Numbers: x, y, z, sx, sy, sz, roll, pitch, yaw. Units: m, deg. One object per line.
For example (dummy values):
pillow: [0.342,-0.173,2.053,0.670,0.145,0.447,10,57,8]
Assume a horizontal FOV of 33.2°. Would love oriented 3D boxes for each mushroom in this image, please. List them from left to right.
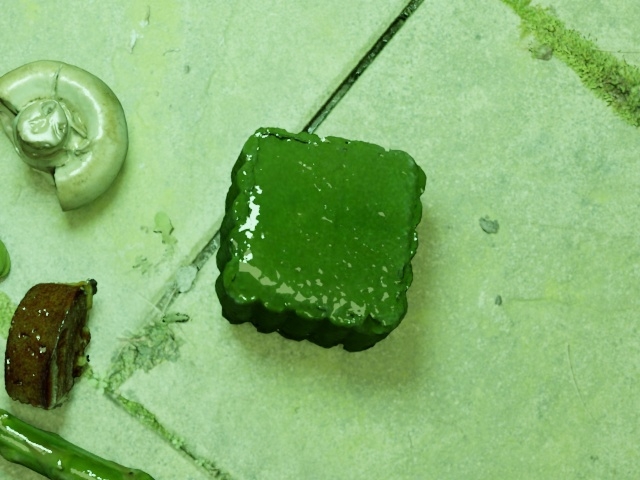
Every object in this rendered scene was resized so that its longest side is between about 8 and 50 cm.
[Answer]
mushroom: [-0.417,-0.194,1.765,0.189,0.195,0.253,-38,89,-14]

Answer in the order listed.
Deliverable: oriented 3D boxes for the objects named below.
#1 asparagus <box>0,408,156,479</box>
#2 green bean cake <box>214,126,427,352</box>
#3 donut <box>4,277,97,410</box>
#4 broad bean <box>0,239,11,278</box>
asparagus: [-0.409,0.361,1.730,0.343,0.085,0.082,25,76,0]
green bean cake: [0.000,0.000,1.778,0.335,0.218,0.319,15,72,-10]
donut: [-0.444,0.159,1.738,0.126,0.144,0.186,6,106,15]
broad bean: [-0.553,0.025,1.792,0.063,0.045,0.083,-42,79,1]
